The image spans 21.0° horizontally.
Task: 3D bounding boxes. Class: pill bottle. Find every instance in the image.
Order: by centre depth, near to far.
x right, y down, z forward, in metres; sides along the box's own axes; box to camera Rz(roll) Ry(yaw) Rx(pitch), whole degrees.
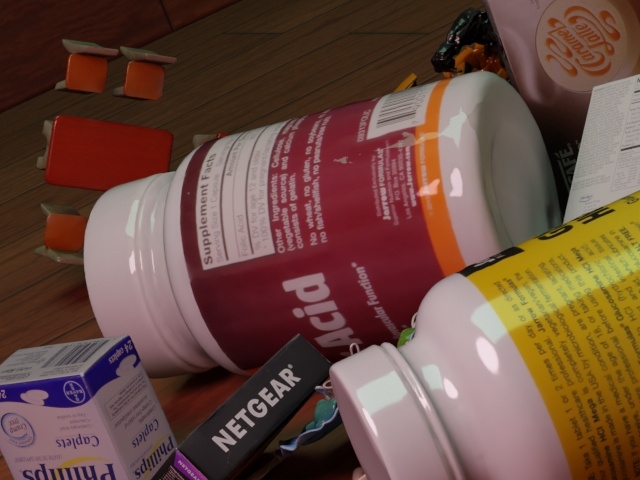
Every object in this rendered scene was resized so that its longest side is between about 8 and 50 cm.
[{"bbox_3d":[0.184,0.080,1.150,0.334,0.188,0.188,-23,17,-8],"label":"pill bottle"},{"bbox_3d":[0.000,0.000,1.551,0.392,0.224,0.224,-13,19,25],"label":"pill bottle"}]

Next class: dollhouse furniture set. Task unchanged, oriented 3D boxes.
[{"bbox_3d":[-0.201,-0.093,2.059,0.259,0.262,0.135,6,6,-28],"label":"dollhouse furniture set"}]

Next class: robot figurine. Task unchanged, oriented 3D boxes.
[{"bbox_3d":[0.147,-0.107,1.752,0.085,0.211,0.291,-10,27,41],"label":"robot figurine"}]

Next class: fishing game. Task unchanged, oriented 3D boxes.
[{"bbox_3d":[0.035,0.099,1.325,0.264,0.041,0.189,-42,-5,23],"label":"fishing game"}]

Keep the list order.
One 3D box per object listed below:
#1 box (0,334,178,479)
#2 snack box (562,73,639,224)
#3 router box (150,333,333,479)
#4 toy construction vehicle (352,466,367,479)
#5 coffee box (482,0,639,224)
[{"bbox_3d":[-0.200,0.159,1.447,0.126,0.137,0.072,-9,22,33],"label":"box"},{"bbox_3d":[0.342,-0.067,1.409,0.322,0.060,0.187,-12,55,49],"label":"snack box"},{"bbox_3d":[-0.077,0.163,1.342,0.179,0.046,0.133,-42,-7,-48],"label":"router box"},{"bbox_3d":[0.065,0.166,1.289,0.098,0.035,0.086,-18,17,11],"label":"toy construction vehicle"},{"bbox_3d":[0.257,-0.149,1.657,0.141,0.246,0.098,-19,16,3],"label":"coffee box"}]
